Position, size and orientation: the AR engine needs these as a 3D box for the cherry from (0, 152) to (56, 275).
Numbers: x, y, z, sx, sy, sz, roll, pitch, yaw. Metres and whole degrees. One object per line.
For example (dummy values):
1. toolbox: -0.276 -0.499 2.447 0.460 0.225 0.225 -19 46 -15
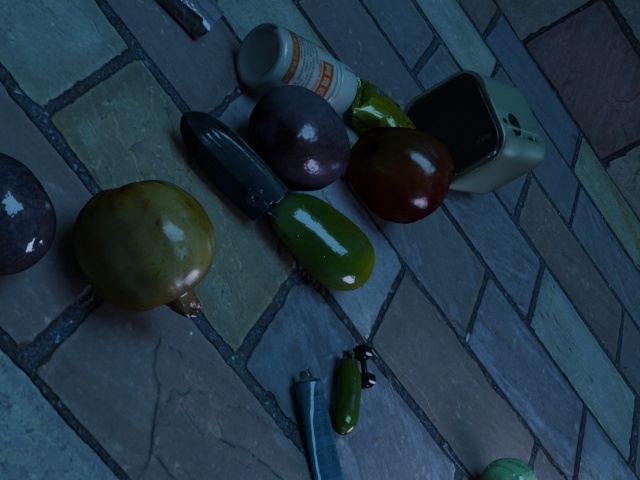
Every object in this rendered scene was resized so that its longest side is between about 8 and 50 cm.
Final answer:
1. cherry: -0.420 -0.032 1.332 0.176 0.140 0.176 46 19 -21

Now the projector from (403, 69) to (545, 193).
1. projector: 0.390 -0.270 2.580 0.249 0.248 0.248 4 62 -54

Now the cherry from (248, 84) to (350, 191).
1. cherry: -0.043 -0.195 1.952 0.213 0.183 0.266 47 2 2

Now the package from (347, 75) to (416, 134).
1. package: 0.151 -0.274 2.391 0.226 0.090 0.168 44 33 -22

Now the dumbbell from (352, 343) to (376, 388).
1. dumbbell: 0.083 0.241 1.935 0.036 0.040 0.083 70 12 -56

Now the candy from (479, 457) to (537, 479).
1. candy: 0.293 0.545 1.960 0.440 0.119 0.119 -23 85 -50

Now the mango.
1. mango: 0.000 0.000 1.944 0.251 0.114 0.156 36 46 -21

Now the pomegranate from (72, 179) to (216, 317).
1. pomegranate: -0.257 0.008 1.479 0.207 0.207 0.207 35 40 -36

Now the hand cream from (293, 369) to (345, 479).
1. hand cream: -0.001 0.333 1.744 0.083 0.048 0.224 4 68 -53

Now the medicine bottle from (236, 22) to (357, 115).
1. medicine bottle: -0.045 -0.351 2.124 0.252 0.144 0.144 15 53 -51

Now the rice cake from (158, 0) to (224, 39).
1. rice cake: -0.308 -0.519 1.967 0.298 0.050 0.106 46 35 -23

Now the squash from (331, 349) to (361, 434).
1. squash: 0.048 0.278 1.845 0.052 0.052 0.183 42 34 -29

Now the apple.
1. apple: 0.177 -0.147 2.212 0.234 0.234 0.234 35 40 -36

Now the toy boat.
1. toy boat: -0.163 -0.141 1.834 0.246 0.093 0.103 46 14 -22
